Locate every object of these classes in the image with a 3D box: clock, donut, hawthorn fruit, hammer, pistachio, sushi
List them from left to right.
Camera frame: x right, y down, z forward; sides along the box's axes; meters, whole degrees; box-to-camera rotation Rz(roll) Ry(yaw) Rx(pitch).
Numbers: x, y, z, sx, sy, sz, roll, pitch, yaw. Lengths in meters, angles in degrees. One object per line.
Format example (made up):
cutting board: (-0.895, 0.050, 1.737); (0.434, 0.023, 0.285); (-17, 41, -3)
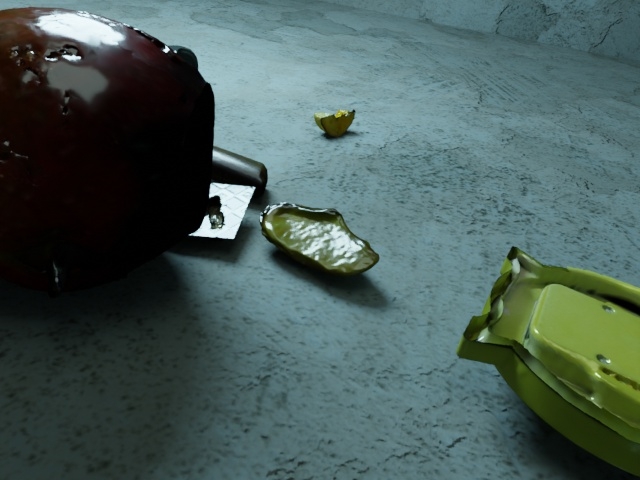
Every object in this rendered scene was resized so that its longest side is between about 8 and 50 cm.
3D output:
hawthorn fruit: (-0.252, -0.097, 0.557); (0.315, 0.316, 0.316); (6, 33, -4)
hammer: (-0.261, -0.164, 0.811); (0.408, 0.096, 0.242); (20, 24, 6)
sushi: (-0.161, -0.035, 0.711); (0.125, 0.026, 0.120); (5, 40, 6)
pistachio: (0.000, 0.000, 0.678); (0.172, 0.049, 0.090); (28, 60, 23)
donut: (0.027, -0.240, 1.037); (0.037, 0.067, 0.083); (20, 65, 46)
clock: (0.295, 0.125, 0.538); (0.293, 0.071, 0.277); (28, 33, 26)

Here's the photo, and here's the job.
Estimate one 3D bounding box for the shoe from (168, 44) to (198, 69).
shoe: (-0.335, -0.291, 0.991); (0.240, 0.108, 0.093); (-19, 43, -26)
